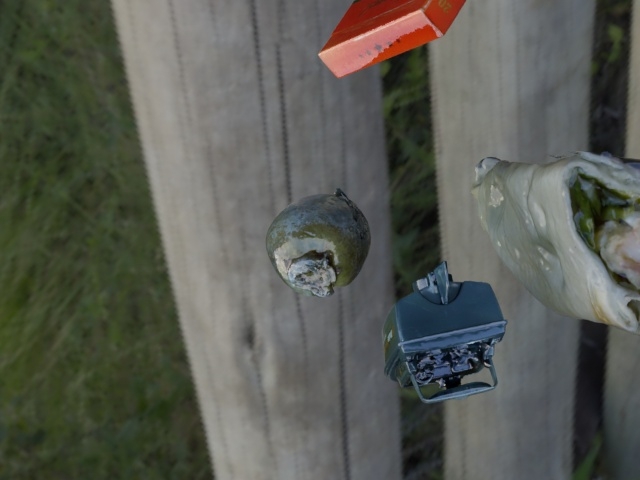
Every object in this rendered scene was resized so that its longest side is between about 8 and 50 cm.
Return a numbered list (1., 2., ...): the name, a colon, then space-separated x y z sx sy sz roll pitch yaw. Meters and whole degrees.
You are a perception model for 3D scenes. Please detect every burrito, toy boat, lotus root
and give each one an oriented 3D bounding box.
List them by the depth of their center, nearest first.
1. toy boat: 0.100 0.095 1.233 0.092 0.103 0.246 -11 166 -4
2. lotus root: 0.001 -0.003 1.253 0.088 0.165 0.088 2 105 7
3. burrito: 0.237 0.003 1.262 0.190 0.135 0.332 12 180 -8

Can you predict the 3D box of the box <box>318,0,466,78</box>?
1. box: 0.101 -0.247 1.251 0.035 0.245 0.139 45 145 -23
